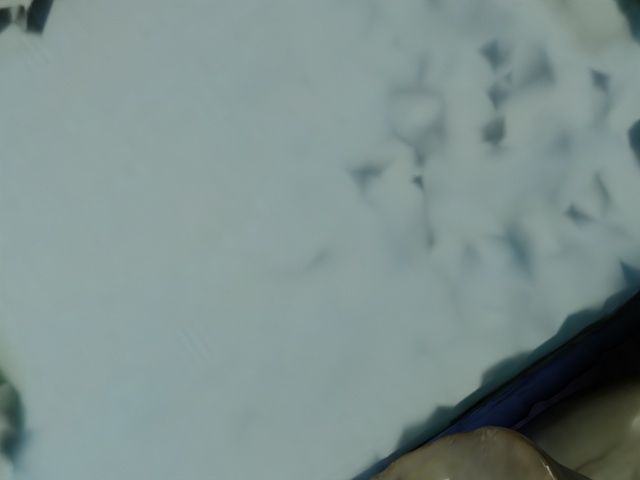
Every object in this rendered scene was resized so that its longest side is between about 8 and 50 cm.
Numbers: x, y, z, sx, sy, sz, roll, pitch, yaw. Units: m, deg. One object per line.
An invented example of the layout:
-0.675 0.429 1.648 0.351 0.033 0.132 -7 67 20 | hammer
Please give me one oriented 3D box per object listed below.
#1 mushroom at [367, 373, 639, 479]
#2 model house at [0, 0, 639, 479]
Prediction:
0.150 0.159 0.663 0.292 0.290 0.292 -18 54 27 | mushroom
0.000 0.000 0.848 0.360 0.339 0.297 -36 72 -1 | model house
